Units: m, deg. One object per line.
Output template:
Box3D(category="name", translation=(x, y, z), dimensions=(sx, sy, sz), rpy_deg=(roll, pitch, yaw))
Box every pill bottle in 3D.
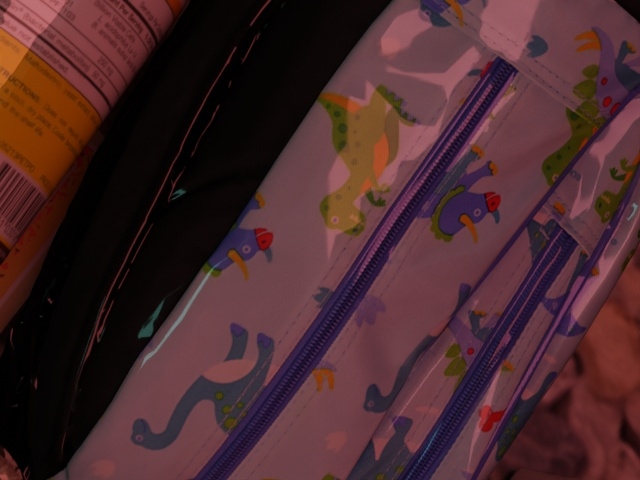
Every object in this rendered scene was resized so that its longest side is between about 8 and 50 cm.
Box3D(category="pill bottle", translation=(-0.136, -0.094, 0.819), dimensions=(0.117, 0.117, 0.215), rpy_deg=(38, 79, -21))

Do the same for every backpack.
Box3D(category="backpack", translation=(0.000, 0.000, 0.847), dimensions=(0.355, 0.290, 0.273), rpy_deg=(-46, 111, -10))

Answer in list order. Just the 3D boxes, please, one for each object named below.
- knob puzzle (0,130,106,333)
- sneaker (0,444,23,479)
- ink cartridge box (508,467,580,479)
Box3D(category="knob puzzle", translation=(-0.206, -0.034, 0.876), dimensions=(0.213, 0.030, 0.213), rpy_deg=(0, 90, -26))
Box3D(category="sneaker", translation=(-0.289, 0.118, 0.703), dimensions=(0.410, 0.182, 0.158), rpy_deg=(-10, 77, -43))
Box3D(category="ink cartridge box", translation=(0.111, 0.306, 0.977), dimensions=(0.223, 0.129, 0.307), rpy_deg=(48, 70, -18))
